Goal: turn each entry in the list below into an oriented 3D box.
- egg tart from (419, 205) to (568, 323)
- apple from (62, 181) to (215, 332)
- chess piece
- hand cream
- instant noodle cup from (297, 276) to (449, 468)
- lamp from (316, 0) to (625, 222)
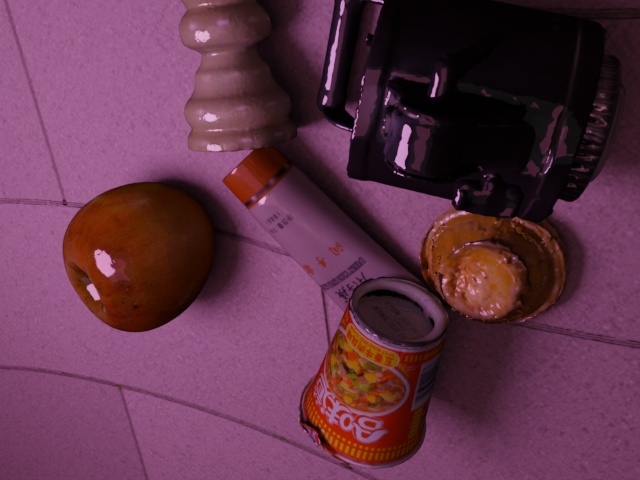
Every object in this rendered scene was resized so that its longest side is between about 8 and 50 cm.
[{"bbox_3d":[0.211,0.039,0.856,0.191,0.074,0.191,14,124,22],"label":"egg tart"},{"bbox_3d":[-0.271,0.023,1.045,0.237,0.207,0.236,30,137,32],"label":"apple"},{"bbox_3d":[-0.114,-0.248,0.849,0.145,0.144,0.251,4,111,27],"label":"chess piece"},{"bbox_3d":[0.000,0.000,0.947,0.314,0.089,0.140,42,129,-9],"label":"hand cream"},{"bbox_3d":[0.079,0.169,0.914,0.193,0.193,0.212,24,128,15],"label":"instant noodle cup"},{"bbox_3d":[0.158,-0.141,0.696,0.272,0.374,0.205,7,116,-11],"label":"lamp"}]
